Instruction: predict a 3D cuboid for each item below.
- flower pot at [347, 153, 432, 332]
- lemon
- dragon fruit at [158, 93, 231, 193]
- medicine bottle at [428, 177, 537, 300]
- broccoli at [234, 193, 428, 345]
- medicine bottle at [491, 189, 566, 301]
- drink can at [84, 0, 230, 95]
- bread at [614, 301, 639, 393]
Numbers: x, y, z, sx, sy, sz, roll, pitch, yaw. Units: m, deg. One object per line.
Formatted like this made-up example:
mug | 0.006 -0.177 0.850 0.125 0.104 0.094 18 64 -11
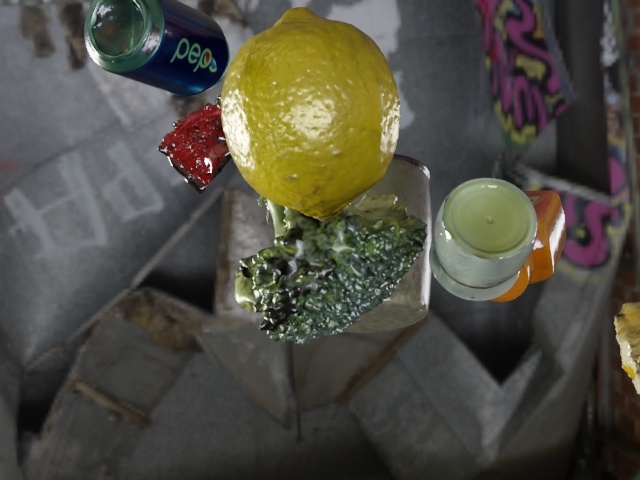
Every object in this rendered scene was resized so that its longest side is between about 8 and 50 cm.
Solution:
flower pot | 0.103 0.013 2.295 0.293 0.330 0.293 -3 157 -1
lemon | -0.013 -0.171 1.511 0.253 0.310 0.253 -5 -163 2
dragon fruit | -0.177 -0.172 1.707 0.092 0.122 0.192 32 134 -26
medicine bottle | 0.237 0.000 1.571 0.147 0.147 0.143 -4 151 -4
broccoli | 0.008 -0.008 1.775 0.348 0.293 0.281 -31 -116 -25
medicine bottle | 0.322 0.007 1.802 0.149 0.112 0.222 -4 -157 25
drink can | -0.202 -0.253 1.368 0.118 0.118 0.205 2 178 25
bread | 0.631 0.229 1.475 0.394 0.250 0.361 -10 -152 5
